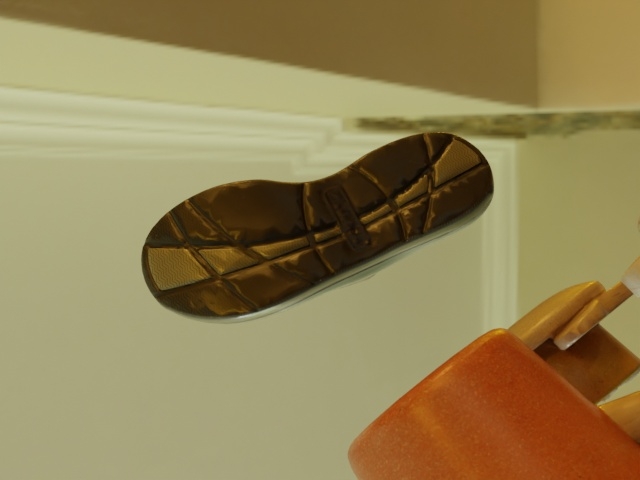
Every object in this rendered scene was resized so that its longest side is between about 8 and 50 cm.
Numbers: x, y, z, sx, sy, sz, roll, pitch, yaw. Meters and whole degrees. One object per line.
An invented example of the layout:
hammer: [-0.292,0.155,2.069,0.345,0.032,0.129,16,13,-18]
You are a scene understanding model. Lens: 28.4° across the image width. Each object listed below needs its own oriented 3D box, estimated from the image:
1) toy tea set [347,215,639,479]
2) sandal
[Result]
toy tea set: [0.155,0.031,0.427,0.124,0.336,0.200,51,-144,11]
sandal: [0.002,0.001,1.061,0.086,0.303,0.120,85,168,-66]
